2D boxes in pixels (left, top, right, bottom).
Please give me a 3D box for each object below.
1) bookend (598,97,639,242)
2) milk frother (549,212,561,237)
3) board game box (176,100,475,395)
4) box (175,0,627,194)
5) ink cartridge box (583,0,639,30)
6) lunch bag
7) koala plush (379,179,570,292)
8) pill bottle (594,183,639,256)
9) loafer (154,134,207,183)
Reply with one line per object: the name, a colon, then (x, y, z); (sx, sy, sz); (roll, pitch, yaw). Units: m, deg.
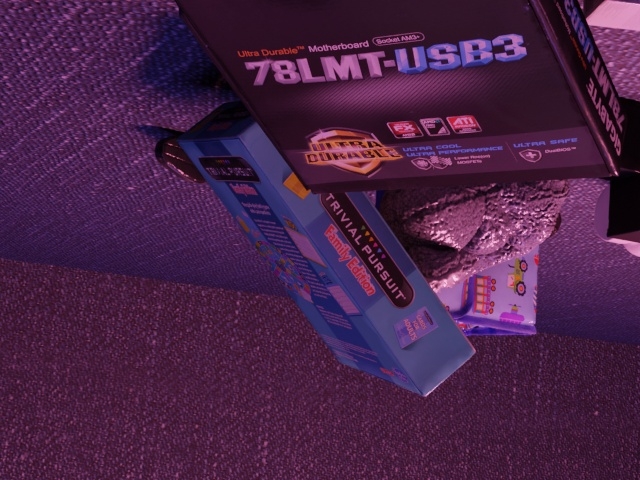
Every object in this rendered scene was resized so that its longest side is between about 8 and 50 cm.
bookend: (0.332, -0.068, 1.489); (0.156, 0.157, 0.072); (8, 170, -25)
milk frother: (0.283, -0.015, 2.073); (0.143, 0.129, 0.135); (-22, -148, -7)
board game box: (0.000, 0.000, 1.478); (0.336, 0.079, 0.254); (55, 166, -15)
box: (0.061, -0.151, 1.074); (0.295, 0.073, 0.293); (-1, 147, 29)
ink cartridge box: (0.283, -0.196, 1.128); (0.115, 0.029, 0.063); (5, 170, -7)
lunch bag: (0.155, 0.001, 1.809); (0.293, 0.221, 0.138); (13, 167, -43)
koala plush: (0.147, -0.043, 1.533); (0.203, 0.196, 0.221); (-14, 180, 42)
pill bottle: (0.473, -0.025, 1.835); (0.193, 0.108, 0.108); (8, 170, -22)
loafer: (-0.175, -0.105, 1.840); (0.061, 0.062, 0.170); (5, 171, 33)
